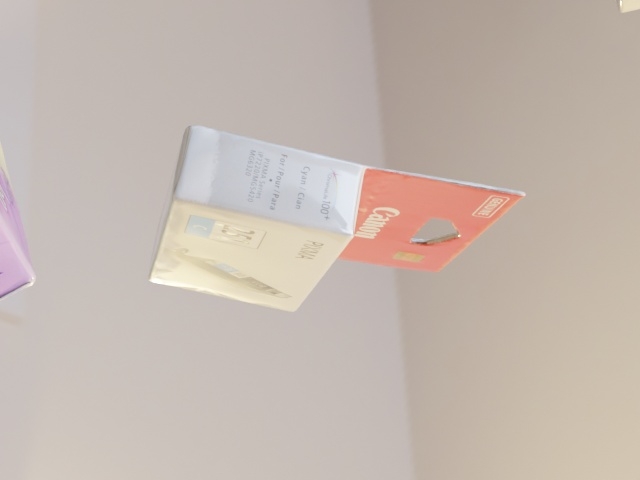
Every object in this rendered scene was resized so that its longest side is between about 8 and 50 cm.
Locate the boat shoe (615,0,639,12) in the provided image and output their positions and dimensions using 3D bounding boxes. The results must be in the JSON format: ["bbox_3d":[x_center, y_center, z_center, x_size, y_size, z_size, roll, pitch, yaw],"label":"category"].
[{"bbox_3d":[0.172,-0.193,0.710,0.097,0.324,0.116,-9,-107,5],"label":"boat shoe"}]

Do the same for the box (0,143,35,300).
[{"bbox_3d":[-0.248,-0.095,0.763,0.117,0.243,0.213,-28,-148,-3],"label":"box"}]

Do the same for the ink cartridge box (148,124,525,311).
[{"bbox_3d":[0.000,0.000,1.358,0.296,0.261,0.066,124,-24,-74],"label":"ink cartridge box"}]
